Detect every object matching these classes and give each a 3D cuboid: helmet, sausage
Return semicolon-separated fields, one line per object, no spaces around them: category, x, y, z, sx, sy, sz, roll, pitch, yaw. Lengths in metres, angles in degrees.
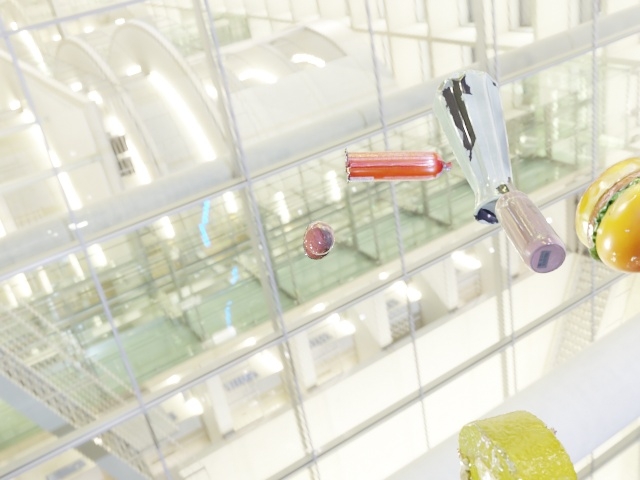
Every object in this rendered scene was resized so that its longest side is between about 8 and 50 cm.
helmet;0.000;0.001;1.450;0.049;0.065;0.084;-160;-102;-75
sausage;0.105;-0.102;0.952;0.048;0.145;0.050;-89;177;-73

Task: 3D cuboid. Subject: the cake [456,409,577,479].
cake;0.355;0.424;1.277;0.260;0.156;0.179;-145;-135;-70

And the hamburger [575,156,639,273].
hamburger;0.651;-0.040;1.422;0.170;0.246;0.246;-118;-162;-51

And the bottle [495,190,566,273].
bottle;0.267;-0.013;0.908;0.140;0.053;0.053;-100;-179;-59

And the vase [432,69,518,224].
vase;0.359;-0.215;1.593;0.165;0.165;0.360;108;-22;-56
